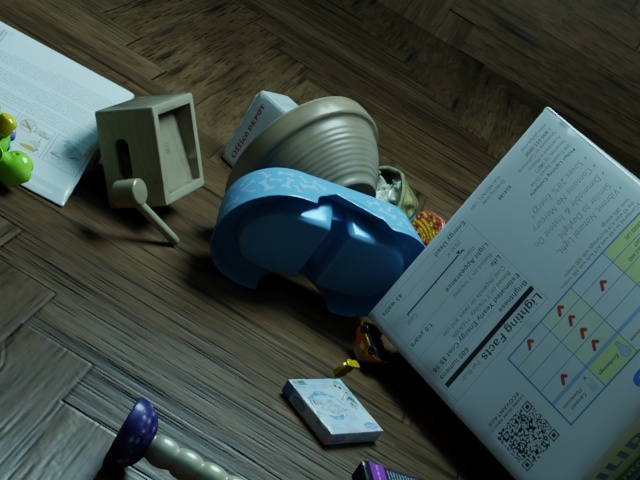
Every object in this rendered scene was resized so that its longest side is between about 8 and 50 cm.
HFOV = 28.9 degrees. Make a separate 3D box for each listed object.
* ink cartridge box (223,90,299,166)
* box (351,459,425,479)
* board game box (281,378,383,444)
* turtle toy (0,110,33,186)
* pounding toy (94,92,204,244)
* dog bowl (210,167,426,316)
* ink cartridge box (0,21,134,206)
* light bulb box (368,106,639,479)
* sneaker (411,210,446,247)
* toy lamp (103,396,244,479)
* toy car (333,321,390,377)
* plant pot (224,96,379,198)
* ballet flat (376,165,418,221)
[{"bbox_3d":[-0.047,-0.126,1.877,0.175,0.127,0.072,44,24,29],"label":"ink cartridge box"},{"bbox_3d":[0.116,0.301,1.311,0.162,0.029,0.116,21,25,-21],"label":"box"},{"bbox_3d":[0.014,0.194,1.415,0.090,0.020,0.090,6,32,-47],"label":"board game box"},{"bbox_3d":[-0.396,-0.115,1.469,0.130,0.095,0.066,44,1,6],"label":"turtle toy"},{"bbox_3d":[-0.233,-0.082,1.579,0.094,0.181,0.206,-2,14,18],"label":"pounding toy"},{"bbox_3d":[0.000,0.000,1.594,0.297,0.166,0.074,18,39,-24],"label":"dog bowl"},{"bbox_3d":[-0.409,-0.168,1.597,0.275,0.060,0.239,28,47,-7],"label":"ink cartridge box"},{"bbox_3d":[0.321,0.100,1.528,0.361,0.358,0.225,48,14,34],"label":"light bulb box"},{"bbox_3d":[0.207,0.020,2.012,0.175,0.064,0.067,53,10,32],"label":"sneaker"},{"bbox_3d":[-0.065,0.243,1.138,0.275,0.080,0.080,28,22,0],"label":"toy lamp"},{"bbox_3d":[0.040,0.137,1.543,0.122,0.040,0.060,-4,62,-59],"label":"toy car"},{"bbox_3d":[-0.003,-0.071,1.680,0.237,0.237,0.109,3,41,-50],"label":"plant pot"},{"bbox_3d":[0.076,-0.039,1.854,0.123,0.123,0.348,32,19,1],"label":"ballet flat"}]
